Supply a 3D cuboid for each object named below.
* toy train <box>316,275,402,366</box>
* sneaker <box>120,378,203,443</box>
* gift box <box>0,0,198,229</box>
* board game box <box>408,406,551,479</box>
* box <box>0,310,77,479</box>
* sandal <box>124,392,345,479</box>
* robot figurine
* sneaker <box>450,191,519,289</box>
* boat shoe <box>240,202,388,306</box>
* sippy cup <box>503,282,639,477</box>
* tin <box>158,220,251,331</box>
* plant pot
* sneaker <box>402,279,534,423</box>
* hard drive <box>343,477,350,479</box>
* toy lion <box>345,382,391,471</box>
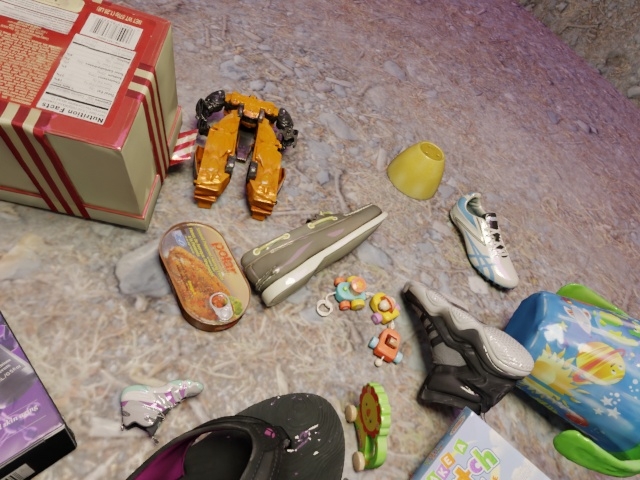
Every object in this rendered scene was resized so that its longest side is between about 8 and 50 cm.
[{"bbox_3d":[0.082,0.125,0.689,0.166,0.046,0.125,35,48,4],"label":"toy train"},{"bbox_3d":[-0.195,0.213,0.504,0.098,0.038,0.069,-4,57,-15],"label":"sneaker"},{"bbox_3d":[-0.332,-0.187,0.602,0.254,0.258,0.277,17,63,-9],"label":"gift box"},{"bbox_3d":[0.228,0.354,0.526,0.211,0.039,0.160,40,84,10],"label":"board game box"},{"bbox_3d":[-0.375,0.165,0.409,0.153,0.108,0.207,-32,72,-38],"label":"box"},{"bbox_3d":[-0.145,0.278,0.399,0.445,0.107,0.167,-18,44,-34],"label":"sandal"},{"bbox_3d":[-0.152,-0.183,0.801,0.210,0.085,0.291,13,51,-15],"label":"robot figurine"},{"bbox_3d":[0.364,-0.004,0.893,0.085,0.086,0.237,-3,57,-28],"label":"sneaker"},{"bbox_3d":[0.002,-0.002,0.712,0.305,0.109,0.091,-32,76,-35],"label":"boat shoe"},{"bbox_3d":[0.437,0.203,0.684,0.223,0.240,0.305,26,8,10],"label":"sippy cup"},{"bbox_3d":[-0.181,0.053,0.635,0.106,0.040,0.190,-18,63,-29],"label":"tin"},{"bbox_3d":[0.239,-0.178,0.966,0.134,0.095,0.134,13,49,-15],"label":"plant pot"},{"bbox_3d":[0.197,0.175,0.665,0.101,0.153,0.268,21,11,-29],"label":"sneaker"},{"bbox_3d":[0.074,0.423,0.444,0.254,0.054,0.172,41,48,11],"label":"hard drive"},{"bbox_3d":[0.070,0.249,0.551,0.034,0.096,0.100,6,52,-20],"label":"toy lion"}]
